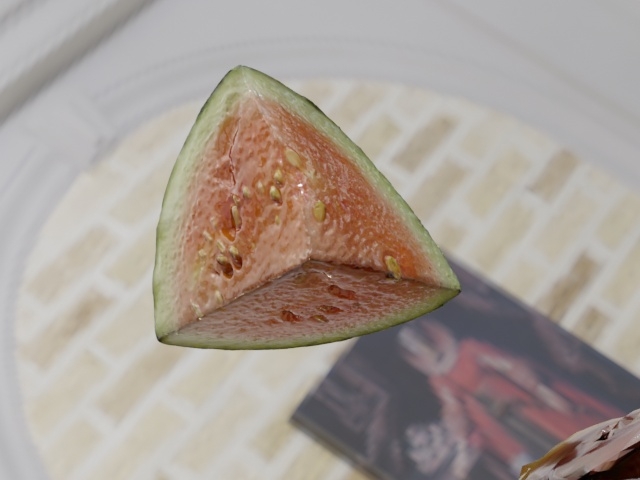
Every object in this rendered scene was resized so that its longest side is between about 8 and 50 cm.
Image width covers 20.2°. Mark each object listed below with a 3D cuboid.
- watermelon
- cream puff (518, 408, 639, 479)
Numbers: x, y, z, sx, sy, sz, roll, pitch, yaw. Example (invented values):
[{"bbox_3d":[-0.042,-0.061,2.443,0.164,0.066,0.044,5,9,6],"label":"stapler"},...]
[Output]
[{"bbox_3d":[0.000,0.000,0.764,0.094,0.135,0.125,-150,76,-81],"label":"watermelon"},{"bbox_3d":[0.193,0.146,0.352,0.350,0.351,0.228,84,-167,-71],"label":"cream puff"}]
